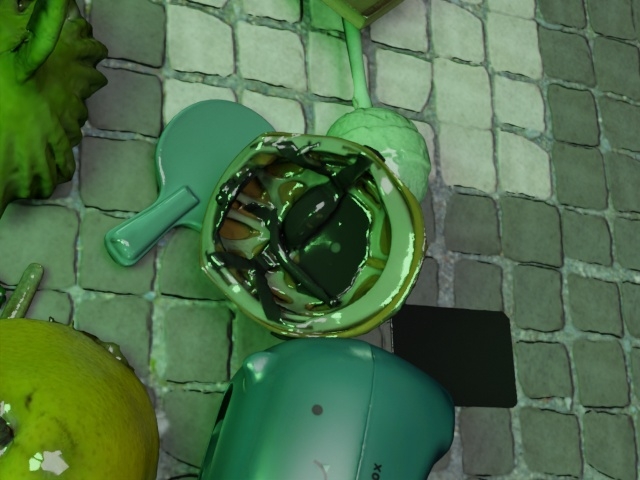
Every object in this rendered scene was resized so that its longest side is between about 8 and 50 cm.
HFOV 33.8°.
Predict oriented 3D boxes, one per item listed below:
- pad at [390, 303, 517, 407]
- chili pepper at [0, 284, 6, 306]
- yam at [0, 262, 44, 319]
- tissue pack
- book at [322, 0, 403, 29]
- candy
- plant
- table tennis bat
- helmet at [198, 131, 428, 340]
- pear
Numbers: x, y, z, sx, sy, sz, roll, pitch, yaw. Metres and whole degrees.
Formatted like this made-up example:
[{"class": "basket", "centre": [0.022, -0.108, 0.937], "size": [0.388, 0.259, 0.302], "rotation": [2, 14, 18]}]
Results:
[{"class": "pad", "centre": [0.148, 0.128, 1.163], "size": [0.157, 0.003, 0.112], "rotation": [6, 71, -24]}, {"class": "chili pepper", "centre": [-0.342, 0.036, 0.939], "size": [0.118, 0.035, 0.055], "rotation": [0, 85, -36]}, {"class": "yam", "centre": [-0.282, 0.072, 0.961], "size": [0.021, 0.021, 0.116], "rotation": [27, 62, -16]}, {"class": "tissue pack", "centre": [-0.016, 0.230, 0.934], "size": [0.206, 0.198, 0.287], "rotation": [23, 66, -18]}, {"class": "book", "centre": [0.013, -0.346, 1.199], "size": [0.231, 0.026, 0.161], "rotation": [41, 58, 14]}, {"class": "candy", "centre": [0.037, -0.220, 1.182], "size": [0.119, 0.119, 0.440], "rotation": [3, 65, -25]}, {"class": "plant", "centre": [-0.276, -0.153, 0.876], "size": [0.180, 0.333, 0.251], "rotation": [7, 82, -8]}, {"class": "table tennis bat", "centre": [-0.125, -0.051, 1.073], "size": [0.237, 0.038, 0.149], "rotation": [-43, 100, -34]}, {"class": "helmet", "centre": [0.000, 0.000, 1.024], "size": [0.224, 0.130, 0.198], "rotation": [24, 90, 15]}, {"class": "pear", "centre": [-0.238, 0.178, 0.851], "size": [0.267, 0.178, 0.267], "rotation": [3, 83, -25]}]
